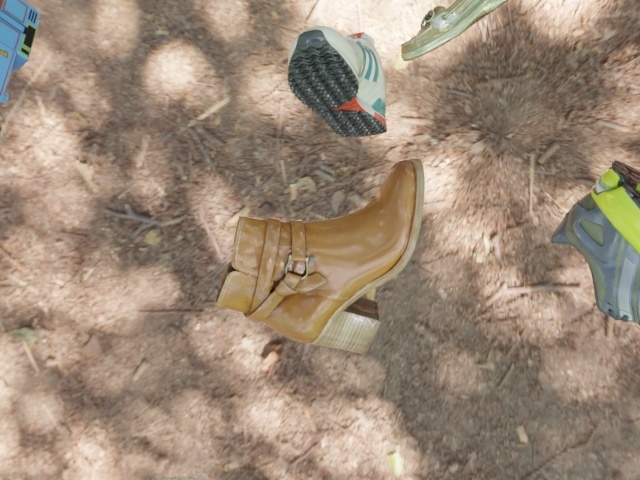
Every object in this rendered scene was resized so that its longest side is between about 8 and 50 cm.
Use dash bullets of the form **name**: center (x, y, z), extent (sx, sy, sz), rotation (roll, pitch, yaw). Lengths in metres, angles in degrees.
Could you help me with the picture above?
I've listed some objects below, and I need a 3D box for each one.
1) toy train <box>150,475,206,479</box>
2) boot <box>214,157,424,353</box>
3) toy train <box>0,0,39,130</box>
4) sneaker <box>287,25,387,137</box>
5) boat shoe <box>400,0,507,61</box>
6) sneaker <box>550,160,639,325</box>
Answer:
- **toy train**: center (-0.053, 0.156, 0.226), extent (0.125, 0.046, 0.166), rotation (-18, 89, -23)
- **boot**: center (0.000, 0.000, 0.705), extent (0.152, 0.073, 0.197), rotation (19, 99, -9)
- **toy train**: center (-0.345, -0.176, 0.765), extent (0.080, 0.105, 0.184), rotation (-16, 57, 35)
- **sneaker**: center (0.016, -0.145, 0.644), extent (0.057, 0.161, 0.075), rotation (-5, 73, 20)
- **boat shoe**: center (0.143, -0.243, 0.823), extent (0.153, 0.056, 0.048), rotation (-34, 99, 9)
- **sneaker**: center (0.375, 0.060, 0.854), extent (0.121, 0.111, 0.300), rotation (-44, 76, 39)
